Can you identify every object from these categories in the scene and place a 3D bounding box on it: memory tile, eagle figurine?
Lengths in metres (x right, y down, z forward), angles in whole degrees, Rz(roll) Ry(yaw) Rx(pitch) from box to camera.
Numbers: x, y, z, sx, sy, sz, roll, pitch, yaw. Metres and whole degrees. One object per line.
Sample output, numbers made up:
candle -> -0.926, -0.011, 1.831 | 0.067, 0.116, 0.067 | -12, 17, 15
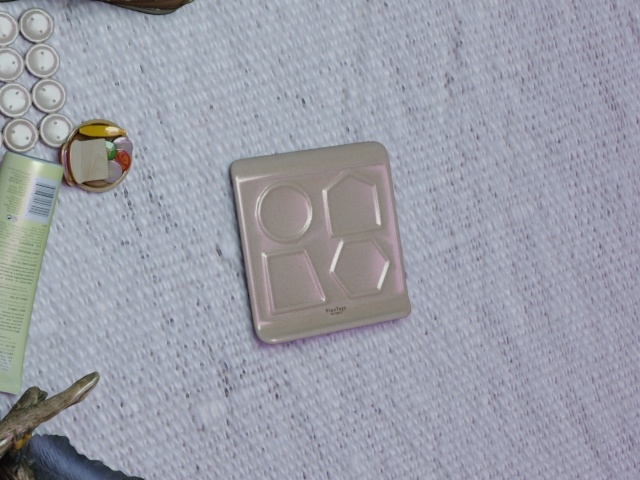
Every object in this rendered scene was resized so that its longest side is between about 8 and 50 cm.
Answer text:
memory tile -> -0.318, -0.162, 1.247 | 0.113, 0.012, 0.148 | -11, 95, -23
eagle figurine -> -0.278, 0.292, 1.198 | 0.226, 0.225, 0.298 | -8, 132, 15

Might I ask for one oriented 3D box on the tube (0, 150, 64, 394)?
tube -> -0.320, 0.031, 1.227 | 0.070, 0.062, 0.240 | 15, 91, 20

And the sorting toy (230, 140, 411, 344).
sorting toy -> 0.000, 0.000, 1.377 | 0.193, 0.038, 0.208 | -10, 90, -23

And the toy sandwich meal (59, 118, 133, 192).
toy sandwich meal -> -0.231, -0.088, 1.268 | 0.086, 0.029, 0.085 | -5, 99, -33

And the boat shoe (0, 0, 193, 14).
boat shoe -> -0.261, -0.296, 1.220 | 0.307, 0.104, 0.110 | 0, 90, -24
